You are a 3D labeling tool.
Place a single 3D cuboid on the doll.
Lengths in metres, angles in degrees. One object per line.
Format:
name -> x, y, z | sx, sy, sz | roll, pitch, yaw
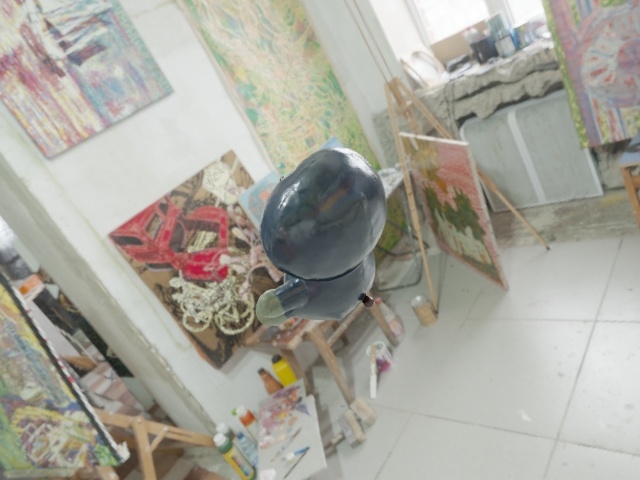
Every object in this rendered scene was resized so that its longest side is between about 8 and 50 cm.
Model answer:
doll -> 0.000, 0.000, 0.653 | 0.154, 0.258, 0.228 | 26, 55, 31
